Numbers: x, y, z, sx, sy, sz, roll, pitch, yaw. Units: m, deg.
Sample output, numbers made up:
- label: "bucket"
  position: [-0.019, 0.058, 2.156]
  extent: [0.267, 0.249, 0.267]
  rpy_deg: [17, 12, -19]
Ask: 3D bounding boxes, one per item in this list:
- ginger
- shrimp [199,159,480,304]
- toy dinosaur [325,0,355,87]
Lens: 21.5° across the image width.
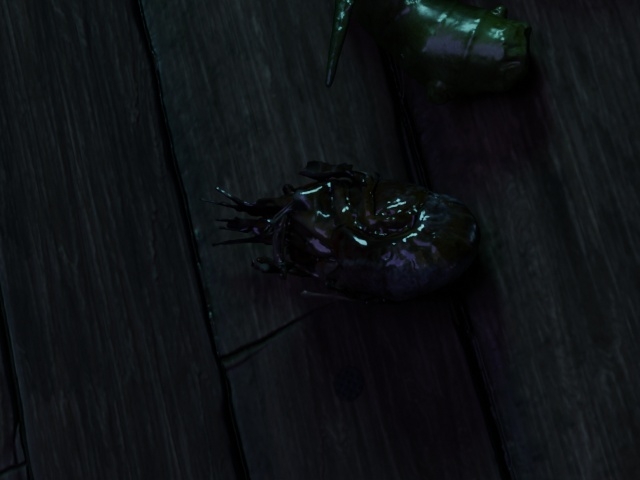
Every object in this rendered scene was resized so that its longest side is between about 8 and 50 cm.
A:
- label: "ginger"
  position: [0.102, -0.246, 1.691]
  extent: [0.137, 0.089, 0.290]
  rpy_deg: [-28, 56, -2]
- label: "shrimp"
  position: [0.005, -0.001, 1.682]
  extent: [0.343, 0.116, 0.145]
  rpy_deg: [7, 59, 38]
- label: "toy dinosaur"
  position: [0.004, -0.351, 1.704]
  extent: [0.301, 0.087, 0.447]
  rpy_deg: [6, 63, 43]
